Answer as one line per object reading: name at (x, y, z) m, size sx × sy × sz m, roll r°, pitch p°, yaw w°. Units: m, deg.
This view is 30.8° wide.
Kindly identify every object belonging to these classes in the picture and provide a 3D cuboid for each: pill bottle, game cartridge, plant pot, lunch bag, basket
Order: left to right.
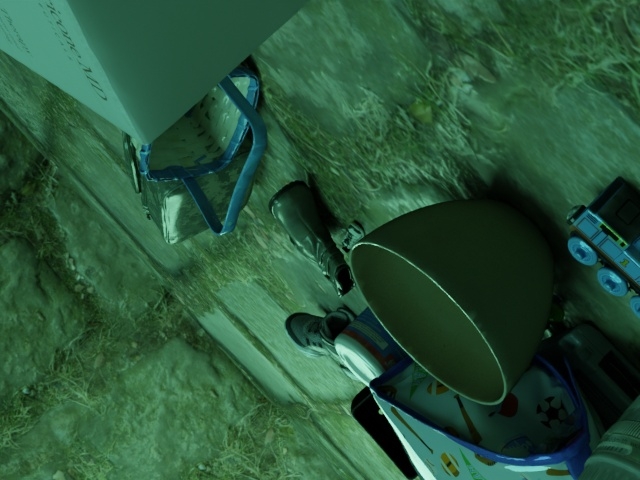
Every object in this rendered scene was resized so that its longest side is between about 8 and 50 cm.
lunch bag at (-0.267, -0.170, 2.194) m, size 0.256 × 0.212 × 0.305 m, roll 60°, pitch 166°, yaw 15°
basket at (-0.192, -0.186, 1.903) m, size 0.289 × 0.201 × 0.255 m, roll 59°, pitch 142°, yaw 28°
plant pot at (0.170, 0.334, 2.322) m, size 0.187 × 0.188 × 0.167 m, roll 49°, pitch 174°, yaw -9°
pill bottle at (0.138, 0.128, 1.842) m, size 0.124 × 0.221 × 0.124 m, roll 42°, pitch 163°, yaw 16°
plant pot at (0.204, 0.054, 1.566) m, size 0.284 × 0.191 × 0.284 m, roll 42°, pitch 160°, yaw 19°
lunch bag at (0.305, 0.321, 1.687) m, size 0.385 × 0.239 × 0.328 m, roll 26°, pitch 152°, yaw 58°
game cartridge at (0.438, 0.249, 1.694) m, size 0.297 × 0.062 × 0.198 m, roll 46°, pitch 167°, yaw 2°

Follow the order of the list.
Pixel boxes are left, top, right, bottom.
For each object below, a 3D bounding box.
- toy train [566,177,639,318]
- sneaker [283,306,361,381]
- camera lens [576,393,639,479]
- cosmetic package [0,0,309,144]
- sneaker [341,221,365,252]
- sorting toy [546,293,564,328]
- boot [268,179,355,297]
toy train at (0.362, 0.019, 1.320) m, size 0.184 × 0.080 × 0.105 m, roll 44°, pitch 157°, yaw 8°
sneaker at (0.016, 0.194, 2.500) m, size 0.268 × 0.101 × 0.153 m, roll 26°, pitch 154°, yaw 35°
camera lens at (0.442, 0.241, 1.285) m, size 0.219 × 0.274 × 0.219 m, roll 42°, pitch 162°, yaw 17°
cosmetic package at (-0.279, -0.402, 1.473) m, size 0.393 × 0.327 × 0.329 m, roll 33°, pitch 159°, yaw 34°
sneaker at (0.056, -0.002, 2.062) m, size 0.032 × 0.037 × 0.083 m, roll 43°, pitch 161°, yaw 19°
sorting toy at (0.317, 0.094, 1.669) m, size 0.061 × 0.042 × 0.102 m, roll 31°, pitch 150°, yaw -1°
boot at (0.000, 0.000, 2.091) m, size 0.161 × 0.083 × 0.246 m, roll 50°, pitch 174°, yaw 27°
